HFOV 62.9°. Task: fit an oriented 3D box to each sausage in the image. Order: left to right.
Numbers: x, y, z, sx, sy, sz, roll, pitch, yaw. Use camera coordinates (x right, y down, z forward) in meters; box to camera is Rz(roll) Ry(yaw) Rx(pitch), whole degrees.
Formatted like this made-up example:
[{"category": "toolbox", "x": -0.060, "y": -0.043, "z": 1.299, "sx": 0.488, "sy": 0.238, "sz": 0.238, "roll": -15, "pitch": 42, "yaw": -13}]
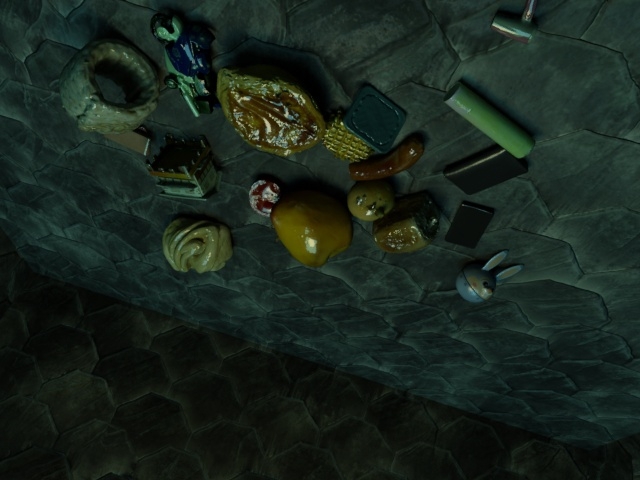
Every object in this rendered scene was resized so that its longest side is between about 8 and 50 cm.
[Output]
[{"category": "sausage", "x": 0.228, "y": -0.265, "z": 1.765, "sx": 0.302, "sy": 0.076, "sz": 0.103, "roll": -16, "pitch": 137, "yaw": 42}]

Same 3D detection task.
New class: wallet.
[{"category": "wallet", "x": 0.552, "y": -0.054, "z": 1.955, "sx": 0.125, "sy": 0.025, "sz": 0.244, "roll": 15, "pitch": 149, "yaw": 6}, {"category": "wallet", "x": 0.532, "y": -0.226, "z": 1.700, "sx": 0.149, "sy": 0.044, "sz": 0.250, "roll": 33, "pitch": 145, "yaw": -27}]

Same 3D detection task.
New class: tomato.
[{"category": "tomato", "x": -0.211, "y": -0.183, "z": 2.105, "sx": 0.139, "sy": 0.091, "sz": 0.159, "roll": 1, "pitch": 116, "yaw": 10}]

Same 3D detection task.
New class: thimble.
[{"category": "thimble", "x": -0.688, "y": -0.493, "z": 1.710, "sx": 0.291, "sy": 0.291, "sz": 0.195, "roll": 39, "pitch": 143, "yaw": -28}]

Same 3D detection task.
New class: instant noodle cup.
[{"category": "instant noodle cup", "x": 0.156, "y": -0.366, "z": 1.606, "sx": 0.179, "sy": 0.157, "sz": 0.070, "roll": 33, "pitch": 168, "yaw": -20}]

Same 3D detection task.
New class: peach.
[{"category": "peach", "x": -0.030, "y": -0.064, "z": 2.029, "sx": 0.307, "sy": 0.289, "sz": 0.289, "roll": 54, "pitch": 144, "yaw": 5}]

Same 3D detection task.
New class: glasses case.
[{"category": "glasses case", "x": -0.747, "y": -0.425, "z": 2.058, "sx": 0.194, "sy": 0.070, "sz": 0.102, "roll": 23, "pitch": 119, "yaw": -3}]

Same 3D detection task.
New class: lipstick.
[{"category": "lipstick", "x": 0.492, "y": -0.344, "z": 1.516, "sx": 0.304, "sy": 0.076, "sz": 0.076, "roll": 31, "pitch": 145, "yaw": -16}]

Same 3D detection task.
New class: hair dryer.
[{"category": "hair dryer", "x": 0.486, "y": -0.556, "z": 1.244, "sx": 0.106, "sy": 0.054, "sz": 0.154, "roll": 24, "pitch": 137, "yaw": 1}]

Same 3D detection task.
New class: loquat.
[{"category": "loquat", "x": 0.184, "y": -0.143, "z": 1.876, "sx": 0.172, "sy": 0.204, "sz": 0.149, "roll": -13, "pitch": 125, "yaw": -5}]

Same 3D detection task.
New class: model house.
[{"category": "model house", "x": -0.529, "y": -0.272, "z": 2.033, "sx": 0.225, "sy": 0.198, "sz": 0.215, "roll": 6, "pitch": 139, "yaw": 19}]

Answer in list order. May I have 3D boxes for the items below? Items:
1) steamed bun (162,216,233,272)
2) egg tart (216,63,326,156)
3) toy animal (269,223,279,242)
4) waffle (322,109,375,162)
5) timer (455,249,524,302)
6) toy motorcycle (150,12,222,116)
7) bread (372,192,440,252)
[{"category": "steamed bun", "x": -0.599, "y": 0.043, "z": 2.516, "sx": 0.373, "sy": 0.230, "sz": 0.324, "roll": -4, "pitch": 144, "yaw": 28}, {"category": "egg tart", "x": -0.147, "y": -0.420, "z": 1.660, "sx": 0.352, "sy": 0.152, "sz": 0.339, "roll": 11, "pitch": 147, "yaw": 12}, {"category": "toy animal", "x": -0.163, "y": -0.051, "z": 2.310, "sx": 0.099, "sy": 0.056, "sz": 0.241, "roll": 1, "pitch": 142, "yaw": 16}, {"category": "waffle", "x": 0.088, "y": -0.342, "z": 1.735, "sx": 0.197, "sy": 0.070, "sz": 0.193, "roll": -13, "pitch": 136, "yaw": 44}, {"category": "timer", "x": 0.664, "y": 0.160, "z": 2.092, "sx": 0.175, "sy": 0.175, "sz": 0.256, "roll": 38, "pitch": 142, "yaw": -27}, {"category": "toy motorcycle", "x": -0.398, "y": -0.551, "z": 1.635, "sx": 0.197, "sy": 0.125, "sz": 0.331, "roll": 7, "pitch": 141, "yaw": 20}, {"category": "bread", "x": 0.330, "y": -0.050, "z": 1.921, "sx": 0.247, "sy": 0.195, "sz": 0.176, "roll": -15, "pitch": 130, "yaw": 42}]
